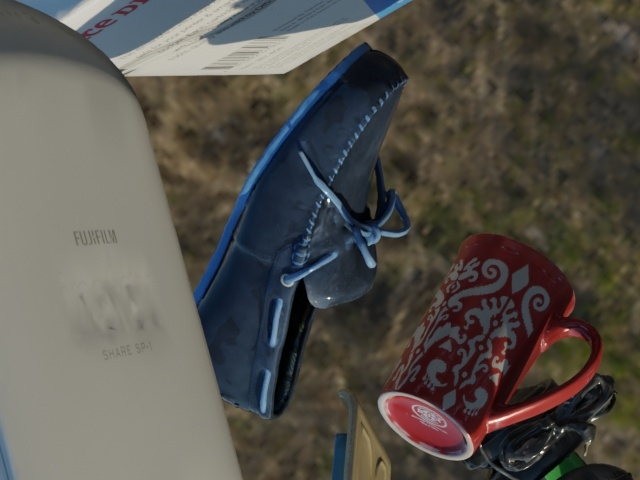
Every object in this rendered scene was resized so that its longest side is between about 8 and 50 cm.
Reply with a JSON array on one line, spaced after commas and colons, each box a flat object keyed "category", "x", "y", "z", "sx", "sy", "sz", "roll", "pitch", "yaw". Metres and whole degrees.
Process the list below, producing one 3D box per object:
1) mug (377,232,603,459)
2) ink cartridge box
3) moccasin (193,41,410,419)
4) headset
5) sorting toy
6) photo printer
[{"category": "mug", "x": 0.140, "y": 0.093, "z": 1.527, "sx": 0.150, "sy": 0.169, "sz": 0.113, "roll": 3, "pitch": 139, "yaw": 45}, {"category": "ink cartridge box", "x": -0.092, "y": -0.263, "z": 1.559, "sx": 0.285, "sy": 0.395, "sz": 0.166, "roll": -25, "pitch": 79, "yaw": 39}, {"category": "moccasin", "x": 0.000, "y": 0.000, "z": 1.392, "sx": 0.117, "sy": 0.138, "sz": 0.342, "roll": 38, "pitch": 133, "yaw": 12}, {"category": "headset", "x": 0.265, "y": 0.233, "z": 1.855, "sx": 0.243, "sy": 0.185, "sz": 0.394, "roll": 52, "pitch": -173, "yaw": 27}, {"category": "sorting toy", "x": 0.046, "y": 0.308, "z": 1.906, "sx": 0.041, "sy": 0.229, "sz": 0.307, "roll": -4, "pitch": 156, "yaw": 10}, {"category": "photo printer", "x": -0.150, "y": 0.027, "z": 0.885, "sx": 0.107, "sy": 0.256, "sz": 0.307, "roll": -17, "pitch": 86, "yaw": 19}]
